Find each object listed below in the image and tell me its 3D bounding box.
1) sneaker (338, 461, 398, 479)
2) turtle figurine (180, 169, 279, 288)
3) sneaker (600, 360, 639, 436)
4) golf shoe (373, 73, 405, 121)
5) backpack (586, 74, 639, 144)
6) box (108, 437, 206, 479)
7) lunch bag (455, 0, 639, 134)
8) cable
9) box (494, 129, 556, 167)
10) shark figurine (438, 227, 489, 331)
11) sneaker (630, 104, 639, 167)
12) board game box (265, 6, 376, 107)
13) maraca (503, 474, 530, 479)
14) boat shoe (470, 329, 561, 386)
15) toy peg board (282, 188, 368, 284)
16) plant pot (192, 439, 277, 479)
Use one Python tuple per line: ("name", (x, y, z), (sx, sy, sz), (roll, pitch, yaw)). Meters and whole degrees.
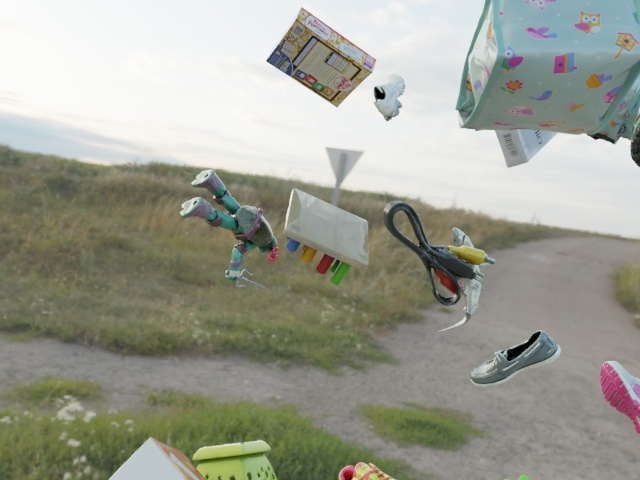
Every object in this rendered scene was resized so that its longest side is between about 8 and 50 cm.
("sneaker", (0.092, 0.424, 1.031), (0.081, 0.094, 0.208), (-25, -4, -37))
("turtle figurine", (-0.160, -0.023, 1.185), (0.234, 0.118, 0.175), (46, 23, -33))
("sneaker", (0.863, 0.429, 1.633), (0.111, 0.103, 0.252), (-18, 57, -22))
("golf shoe", (0.189, -0.423, 1.712), (0.086, 0.176, 0.069), (33, -44, -29))
("backpack", (0.749, -0.347, 1.492), (0.144, 0.188, 0.166), (22, 48, 26))
("box", (-0.350, 0.699, 1.543), (0.345, 0.168, 0.215), (37, -15, 28))
("lunch bag", (0.337, -0.253, 0.931), (0.224, 0.160, 0.262), (0, -21, 2))
("cable", (0.226, 0.031, 1.258), (0.287, 0.139, 0.072), (32, 10, -15))
("box", (0.499, -0.339, 1.479), (0.059, 0.232, 0.322), (-12, 17, 42))
("shark figurine", (0.381, 0.123, 1.656), (0.116, 0.278, 0.166), (-13, -26, 38))
("sneaker", (0.737, -0.324, 1.257), (0.134, 0.343, 0.146), (21, 33, 5))
("board game box", (-0.001, -0.387, 1.307), (0.194, 0.045, 0.147), (30, -33, -18))
("maraca", (0.398, 0.499, 1.090), (0.127, 0.099, 0.186), (-40, 39, -26))
("boat shoe", (0.627, 0.387, 2.018), (0.319, 0.099, 0.116), (-30, 20, 30))
("toy peg board", (0.000, 0.000, 1.136), (0.161, 0.079, 0.161), (24, 29, -10))
("plant pot", (-0.283, 0.771, 1.987), (0.228, 0.207, 0.227), (-13, -19, 20))
